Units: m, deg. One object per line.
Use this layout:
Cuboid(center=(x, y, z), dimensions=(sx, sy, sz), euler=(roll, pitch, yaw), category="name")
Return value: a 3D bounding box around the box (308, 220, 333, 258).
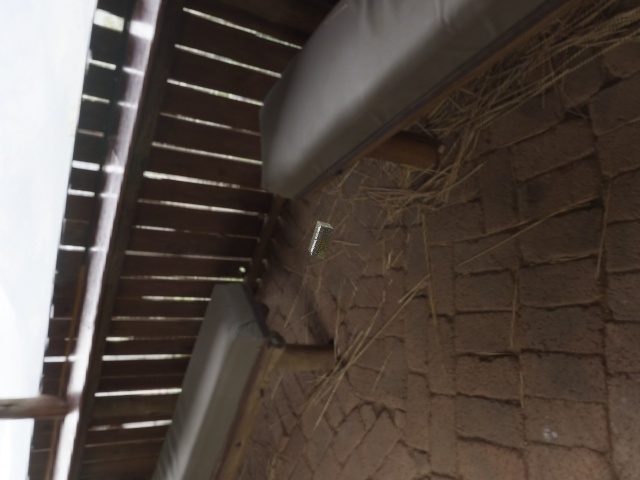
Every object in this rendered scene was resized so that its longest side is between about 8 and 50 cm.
Cuboid(center=(0.000, 0.000, 1.298), dimensions=(0.079, 0.035, 0.083), euler=(-121, 48, -78), category="box")
